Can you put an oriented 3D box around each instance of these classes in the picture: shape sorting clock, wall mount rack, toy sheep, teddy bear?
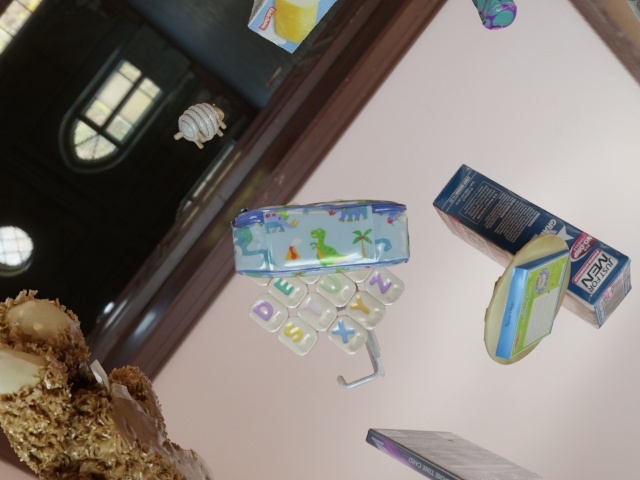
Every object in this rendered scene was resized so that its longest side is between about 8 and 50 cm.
[{"bbox_3d":[0.306,0.087,0.905,0.040,0.206,0.206,25,171,41],"label":"shape sorting clock"},{"bbox_3d":[0.033,0.155,1.388,0.304,0.130,0.350,-110,0,-63],"label":"wall mount rack"},{"bbox_3d":[-0.270,-0.259,1.369,0.091,0.132,0.091,31,141,28],"label":"toy sheep"},{"bbox_3d":[-0.238,0.207,0.632,0.338,0.113,0.245,59,180,-42],"label":"teddy bear"}]

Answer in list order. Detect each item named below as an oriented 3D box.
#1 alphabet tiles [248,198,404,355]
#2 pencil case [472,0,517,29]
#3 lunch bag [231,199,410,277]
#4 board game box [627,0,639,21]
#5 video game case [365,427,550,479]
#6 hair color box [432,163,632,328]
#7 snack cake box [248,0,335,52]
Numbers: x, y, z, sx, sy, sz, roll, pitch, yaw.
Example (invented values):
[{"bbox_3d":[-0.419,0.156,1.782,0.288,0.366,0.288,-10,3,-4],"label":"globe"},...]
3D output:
[{"bbox_3d":[0.002,0.067,1.146,0.278,0.284,0.021,38,176,9],"label":"alphabet tiles"},{"bbox_3d":[0.299,-0.456,1.126,0.070,0.064,0.151,-58,45,53],"label":"pencil case"},{"bbox_3d":[0.000,0.000,0.787,0.219,0.090,0.176,-5,176,2],"label":"lunch bag"},{"bbox_3d":[0.838,-0.440,1.317,0.254,0.079,0.336,42,-168,-24],"label":"board game box"},{"bbox_3d":[0.222,0.318,0.832,0.196,0.026,0.274,17,178,-39],"label":"video game case"},{"bbox_3d":[0.389,0.008,1.143,0.347,0.105,0.174,38,180,34],"label":"hair color box"},{"bbox_3d":[-0.002,-0.437,0.936,0.089,0.152,0.264,25,144,-24],"label":"snack cake box"}]
